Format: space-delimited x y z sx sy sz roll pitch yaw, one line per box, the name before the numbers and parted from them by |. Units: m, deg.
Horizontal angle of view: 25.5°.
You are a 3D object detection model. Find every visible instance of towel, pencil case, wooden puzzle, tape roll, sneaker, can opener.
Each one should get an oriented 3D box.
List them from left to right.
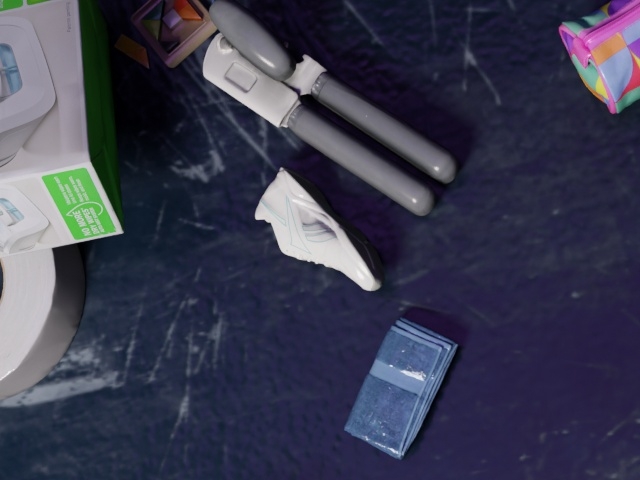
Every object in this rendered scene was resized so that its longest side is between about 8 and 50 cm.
tape roll | -0.346 0.049 1.393 0.219 0.072 0.219 -3 80 15
wooden puzzle | -0.148 -0.219 1.418 0.078 0.014 0.116 43 93 18
sneaker | 0.000 0.000 1.324 0.061 0.053 0.152 -49 66 12
can opener | 0.000 -0.123 1.326 0.280 0.093 0.074 36 90 13
towel | 0.072 0.134 1.287 0.067 0.029 0.119 24 87 19
pencil case | 0.329 -0.212 1.245 0.236 0.104 0.104 -35 73 8

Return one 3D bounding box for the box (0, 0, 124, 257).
box | -0.317 -0.118 1.333 0.231 0.127 0.262 -10 57 2
